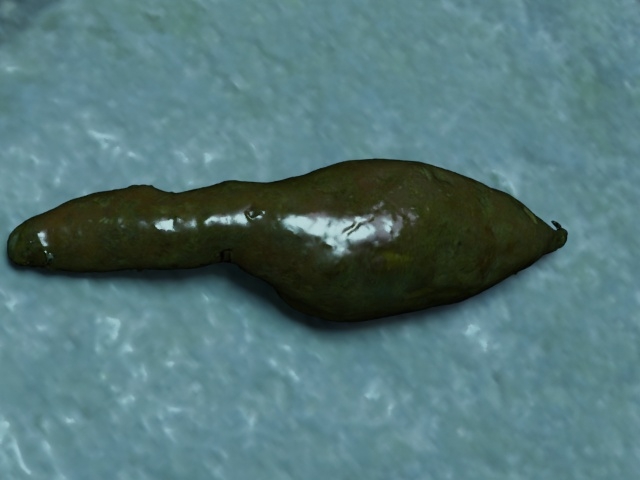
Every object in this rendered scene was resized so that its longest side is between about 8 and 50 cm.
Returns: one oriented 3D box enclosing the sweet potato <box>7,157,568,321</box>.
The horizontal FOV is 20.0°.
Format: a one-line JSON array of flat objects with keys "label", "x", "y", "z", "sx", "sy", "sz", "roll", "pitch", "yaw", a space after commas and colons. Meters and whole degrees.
[{"label": "sweet potato", "x": -0.002, "y": 0.000, "z": 0.809, "sx": 0.270, "sy": 0.075, "sz": 0.074, "roll": 0, "pitch": 68, "yaw": -17}]
